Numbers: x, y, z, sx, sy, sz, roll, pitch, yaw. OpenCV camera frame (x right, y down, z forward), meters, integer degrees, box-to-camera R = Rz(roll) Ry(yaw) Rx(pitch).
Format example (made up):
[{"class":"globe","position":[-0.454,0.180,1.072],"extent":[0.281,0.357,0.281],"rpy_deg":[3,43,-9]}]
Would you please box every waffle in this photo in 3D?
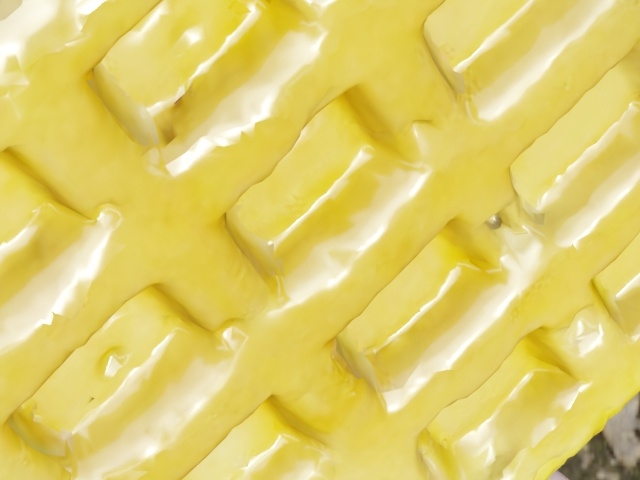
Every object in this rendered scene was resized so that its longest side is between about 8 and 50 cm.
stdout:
[{"class":"waffle","position":[0.000,0.000,0.386],"extent":[0.221,0.248,0.055],"rpy_deg":[-43,41,-2]}]

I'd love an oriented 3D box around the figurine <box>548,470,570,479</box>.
[{"class":"figurine","position":[0.103,0.109,1.216],"extent":[0.206,0.284,0.316],"rpy_deg":[-24,92,9]}]
